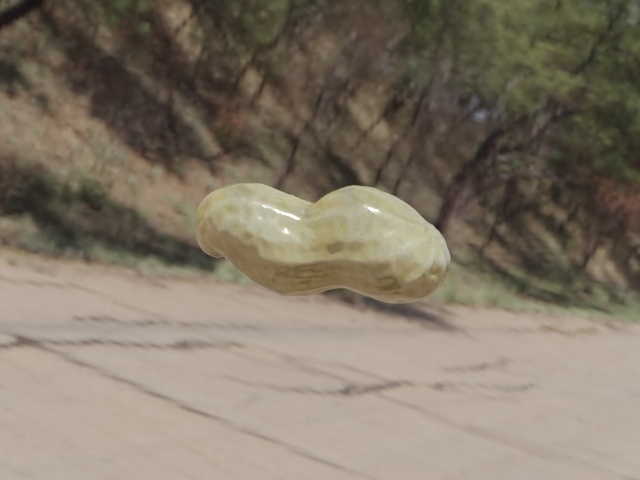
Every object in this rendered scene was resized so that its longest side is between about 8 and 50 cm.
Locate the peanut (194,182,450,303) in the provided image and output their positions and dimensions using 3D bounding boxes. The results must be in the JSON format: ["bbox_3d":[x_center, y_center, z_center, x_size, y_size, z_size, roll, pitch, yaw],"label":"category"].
[{"bbox_3d":[0.000,0.000,0.964,0.187,0.082,0.082,4,-1,16],"label":"peanut"}]
